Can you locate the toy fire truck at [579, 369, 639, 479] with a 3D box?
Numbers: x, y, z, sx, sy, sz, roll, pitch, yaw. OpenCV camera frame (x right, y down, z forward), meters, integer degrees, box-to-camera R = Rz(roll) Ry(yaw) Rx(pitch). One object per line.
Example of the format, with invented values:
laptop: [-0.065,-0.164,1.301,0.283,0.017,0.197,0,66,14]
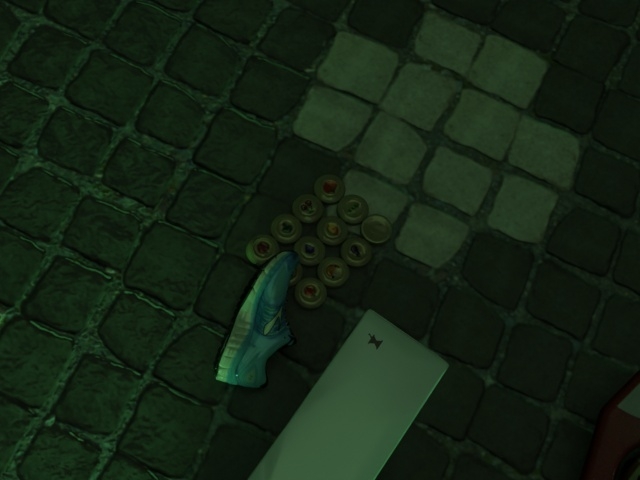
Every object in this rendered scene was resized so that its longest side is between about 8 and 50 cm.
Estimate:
toy fire truck: [0.396,0.285,1.177,0.302,0.169,0.254,44,90,10]

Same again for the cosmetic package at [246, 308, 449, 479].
cosmetic package: [-0.045,0.269,1.055,0.097,0.284,0.377,34,69,7]

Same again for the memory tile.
memory tile: [0.000,0.000,1.313,0.113,0.012,0.148,43,70,10]

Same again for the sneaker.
sneaker: [-0.056,0.087,1.253,0.073,0.063,0.162,25,78,-8]
